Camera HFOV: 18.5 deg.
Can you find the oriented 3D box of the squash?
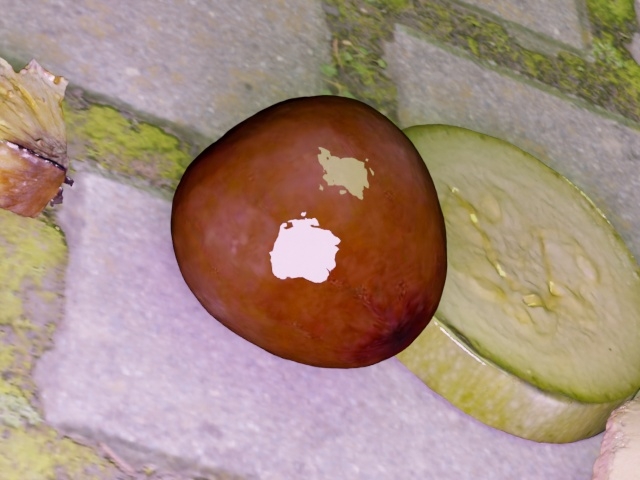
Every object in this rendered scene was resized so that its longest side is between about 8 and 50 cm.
[{"bbox_3d":[0.129,0.024,1.361,0.252,0.049,0.252,21,40,-19],"label":"squash"}]

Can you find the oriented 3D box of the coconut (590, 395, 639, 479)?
[{"bbox_3d":[0.246,0.169,1.207,0.152,0.147,0.147,7,35,16],"label":"coconut"}]

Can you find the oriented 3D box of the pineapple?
[{"bbox_3d":[-0.193,-0.066,1.197,0.116,0.069,0.137,46,37,14],"label":"pineapple"}]

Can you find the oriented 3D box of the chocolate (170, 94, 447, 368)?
[{"bbox_3d":[0.000,0.000,1.201,0.177,0.177,0.177,21,41,-19],"label":"chocolate"}]
